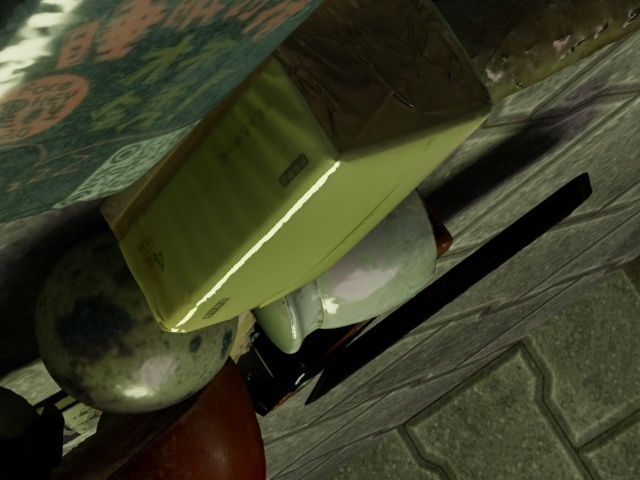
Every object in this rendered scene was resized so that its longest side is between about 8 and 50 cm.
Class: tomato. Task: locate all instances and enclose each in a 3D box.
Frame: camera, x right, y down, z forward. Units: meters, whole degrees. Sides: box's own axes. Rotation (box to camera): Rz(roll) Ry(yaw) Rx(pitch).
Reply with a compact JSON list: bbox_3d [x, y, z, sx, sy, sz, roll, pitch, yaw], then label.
[{"bbox_3d":[-0.165,0.242,1.314,0.338,0.144,0.338,-38,-176,3],"label":"tomato"}]

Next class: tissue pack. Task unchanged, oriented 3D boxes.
[{"bbox_3d":[-0.021,-0.053,1.095,0.159,0.125,0.234,-19,163,-43],"label":"tissue pack"},{"bbox_3d":[-0.094,-0.117,0.739,0.315,0.103,0.228,-40,166,37],"label":"tissue pack"}]

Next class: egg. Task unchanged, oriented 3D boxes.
[{"bbox_3d":[-0.132,0.056,1.219,0.141,0.141,0.181,-38,169,26],"label":"egg"}]

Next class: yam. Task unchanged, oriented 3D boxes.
[{"bbox_3d":[0.159,-0.163,1.177,0.259,0.093,0.093,-27,167,-14],"label":"yam"}]

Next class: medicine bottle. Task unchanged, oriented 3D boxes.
[{"bbox_3d":[0.000,0.000,1.301,0.143,0.147,0.147,-25,166,-16],"label":"medicine bottle"}]

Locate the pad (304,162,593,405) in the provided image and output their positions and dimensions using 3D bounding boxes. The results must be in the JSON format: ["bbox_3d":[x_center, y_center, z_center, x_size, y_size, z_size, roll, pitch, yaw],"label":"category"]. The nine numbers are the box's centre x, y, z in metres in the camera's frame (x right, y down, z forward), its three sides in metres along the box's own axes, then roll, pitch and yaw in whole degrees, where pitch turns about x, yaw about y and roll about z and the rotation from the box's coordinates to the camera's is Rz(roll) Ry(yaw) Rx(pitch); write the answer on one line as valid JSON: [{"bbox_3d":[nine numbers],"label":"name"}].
[{"bbox_3d":[0.119,0.032,1.730,0.375,0.063,0.315,-38,-176,11],"label":"pad"}]

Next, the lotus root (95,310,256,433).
[{"bbox_3d":[-0.137,0.113,1.548,0.167,0.078,0.329,-39,163,-51],"label":"lotus root"}]

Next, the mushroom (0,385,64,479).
[{"bbox_3d":[-0.381,0.223,1.341,0.344,0.130,0.247,-32,-173,10],"label":"mushroom"}]

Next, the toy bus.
[{"bbox_3d":[0.008,0.069,1.713,0.092,0.093,0.409,-32,171,-35],"label":"toy bus"}]

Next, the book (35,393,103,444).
[{"bbox_3d":[-0.186,0.141,1.677,0.231,0.026,0.157,-31,167,-5],"label":"book"}]
